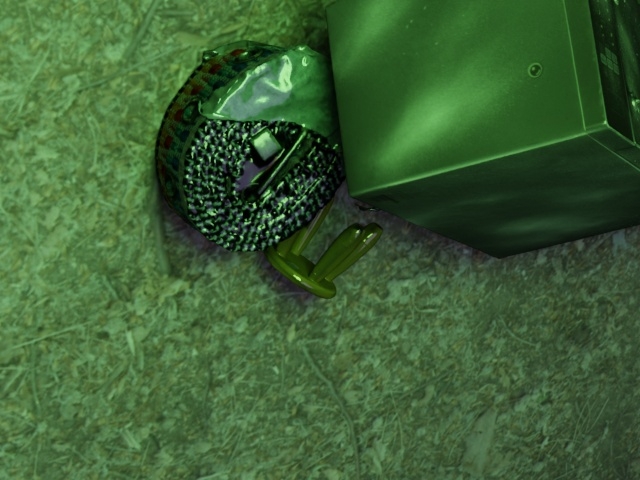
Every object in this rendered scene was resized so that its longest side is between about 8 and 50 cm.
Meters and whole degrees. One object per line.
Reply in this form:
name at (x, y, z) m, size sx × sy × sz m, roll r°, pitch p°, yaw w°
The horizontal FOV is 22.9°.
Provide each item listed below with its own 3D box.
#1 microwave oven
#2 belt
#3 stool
microwave oven at (0.241, -0.151, 1.859) m, size 0.432 × 0.374 × 0.236 m, roll 21°, pitch 58°, yaw -59°
belt at (-0.076, -0.118, 1.883) m, size 0.207 × 0.150 × 0.257 m, roll 38°, pitch 88°, yaw -30°
stool at (0.000, 0.000, 2.005) m, size 0.134 × 0.135 × 0.110 m, roll 30°, pitch 103°, yaw -30°
